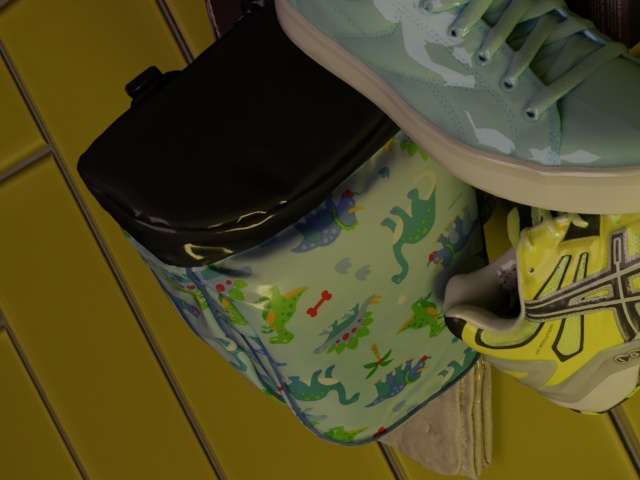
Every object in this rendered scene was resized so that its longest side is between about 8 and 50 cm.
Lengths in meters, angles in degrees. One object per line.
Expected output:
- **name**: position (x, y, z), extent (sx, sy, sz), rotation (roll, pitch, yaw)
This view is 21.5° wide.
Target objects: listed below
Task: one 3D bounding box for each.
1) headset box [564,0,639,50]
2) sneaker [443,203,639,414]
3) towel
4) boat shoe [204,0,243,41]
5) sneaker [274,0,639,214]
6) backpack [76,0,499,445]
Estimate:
- **headset box**: position (0.143, -0.274, 1.142), extent (0.293, 0.110, 0.218), rotation (27, 141, 35)
- **sneaker**: position (0.218, -0.005, 1.185), extent (0.147, 0.145, 0.385), rotation (18, 136, -15)
- **towel**: position (0.052, 0.101, 1.599), extent (0.282, 0.049, 0.187), rotation (25, 130, 38)
- **boat shoe**: position (-0.091, -0.277, 1.441), extent (0.123, 0.123, 0.342), rotation (25, 132, 39)
- **sneaker**: position (0.093, -0.146, 1.100), extent (0.366, 0.135, 0.150), rotation (31, 151, 30)
- **backpack**: position (0.000, 0.000, 1.355), extent (0.273, 0.290, 0.355), rotation (45, 162, 20)
